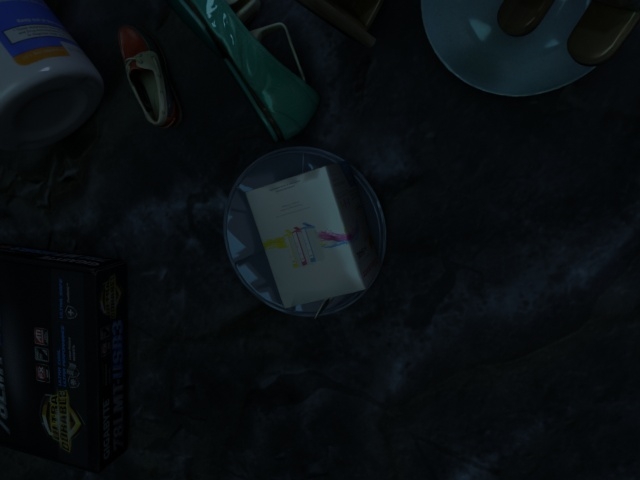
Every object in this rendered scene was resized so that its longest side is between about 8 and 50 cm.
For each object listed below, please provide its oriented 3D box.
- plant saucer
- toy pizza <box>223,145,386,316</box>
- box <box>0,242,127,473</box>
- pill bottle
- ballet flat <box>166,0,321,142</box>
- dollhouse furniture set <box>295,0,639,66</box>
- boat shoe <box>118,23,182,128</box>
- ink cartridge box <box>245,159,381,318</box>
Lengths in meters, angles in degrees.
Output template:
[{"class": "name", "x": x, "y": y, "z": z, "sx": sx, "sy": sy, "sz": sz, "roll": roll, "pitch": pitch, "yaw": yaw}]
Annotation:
[{"class": "plant saucer", "x": 0.196, "y": -0.237, "z": 0.504, "sx": 0.195, "sy": 0.037, "sz": 0.194, "roll": 3, "pitch": 102, "yaw": 16}, {"class": "toy pizza", "x": -0.020, "y": -0.009, "z": 0.619, "sx": 0.201, "sy": 0.032, "sz": 0.201, "roll": 4, "pitch": 102, "yaw": 18}, {"class": "box", "x": -0.420, "y": 0.157, "z": 0.757, "sx": 0.294, "sy": 0.073, "sz": 0.295, "roll": 7, "pitch": 102, "yaw": 15}, {"class": "pill bottle", "x": -0.402, "y": -0.255, "z": 0.628, "sx": 0.152, "sy": 0.152, "sz": 0.272, "roll": -39, "pitch": 87, "yaw": 20}, {"class": "ballet flat", "x": -0.085, "y": -0.224, "z": 0.583, "sx": 0.087, "sy": 0.083, "sz": 0.247, "roll": -37, "pitch": 88, "yaw": -4}, {"class": "dollhouse furniture set", "x": 0.105, "y": -0.217, "z": 0.412, "sx": 0.242, "sy": 0.212, "sz": 0.161, "roll": 42, "pitch": 110, "yaw": 34}, {"class": "boat shoe", "x": -0.212, "y": -0.200, "z": 0.636, "sx": 0.049, "sy": 0.043, "sz": 0.137, "roll": -22, "pitch": 92, "yaw": 22}, {"class": "ink cartridge box", "x": 0.000, "y": 0.000, "z": 0.547, "sx": 0.090, "sy": 0.092, "sz": 0.143, "roll": -16, "pitch": 97, "yaw": 20}]
